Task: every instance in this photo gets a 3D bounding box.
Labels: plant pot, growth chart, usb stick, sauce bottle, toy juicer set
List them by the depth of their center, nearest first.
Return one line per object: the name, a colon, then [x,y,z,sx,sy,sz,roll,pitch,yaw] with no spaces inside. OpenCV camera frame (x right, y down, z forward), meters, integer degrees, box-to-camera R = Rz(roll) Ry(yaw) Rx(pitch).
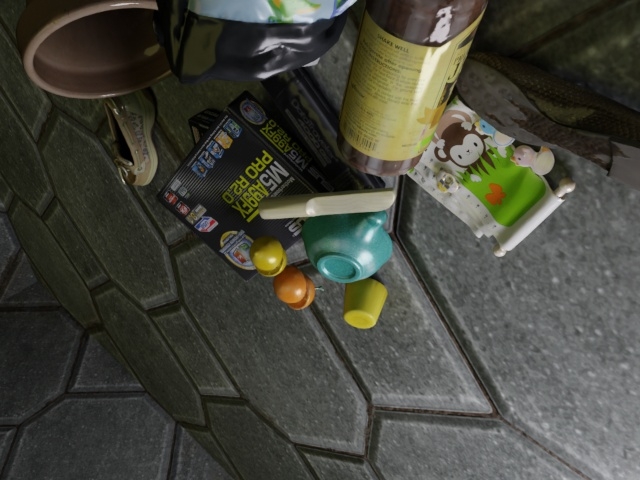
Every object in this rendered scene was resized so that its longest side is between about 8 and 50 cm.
sauce bottle: [0.093,-0.205,0.576,0.111,0.111,0.344,43,150,18]
growth chart: [0.170,-0.089,0.726,0.237,0.021,0.172,41,144,19]
usb stick: [-0.005,-0.164,0.855,0.278,0.045,0.077,55,141,-1]
toy juicer set: [0.000,0.000,0.881,0.209,0.089,0.329,11,144,9]
plant pot: [-0.344,-0.381,0.933,0.263,0.263,0.229,-31,75,57]

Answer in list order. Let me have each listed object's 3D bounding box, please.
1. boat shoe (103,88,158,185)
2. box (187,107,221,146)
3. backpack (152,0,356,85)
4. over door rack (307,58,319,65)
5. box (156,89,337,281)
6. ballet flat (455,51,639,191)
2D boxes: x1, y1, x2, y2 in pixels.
boat shoe: [-0.406,-0.211,1.275,0.104,0.089,0.285,42,146,18]
box: [-0.139,-0.104,1.070,0.175,0.051,0.220,26,138,35]
backpack: [-0.025,-0.336,0.433,0.274,0.290,0.355,-5,132,3]
over door rack: [-0.104,-0.388,0.718,0.324,0.108,0.239,48,147,10]
box: [-0.117,-0.074,0.969,0.216,0.060,0.270,44,135,-9]
ballet flat: [0.235,-0.126,0.586,0.250,0.058,0.084,37,164,34]
